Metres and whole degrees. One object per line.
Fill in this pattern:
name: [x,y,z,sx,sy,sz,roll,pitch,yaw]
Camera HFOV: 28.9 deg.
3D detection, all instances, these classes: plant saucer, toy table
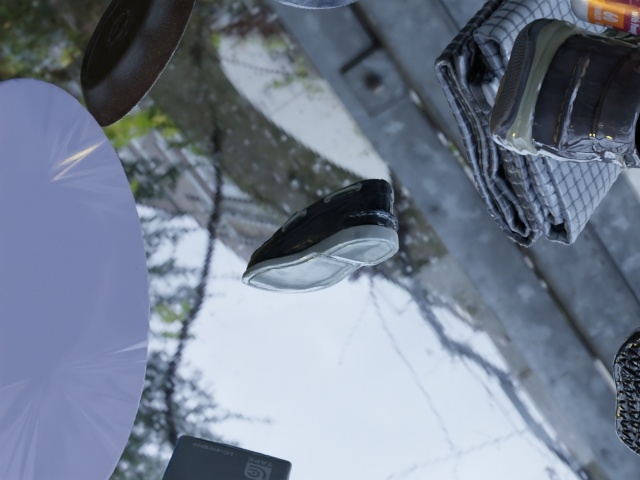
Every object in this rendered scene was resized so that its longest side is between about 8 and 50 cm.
plant saucer: [-0.197,-0.213,1.287,0.198,0.036,0.198,-39,-145,35]
toy table: [-0.215,0.052,0.723,0.161,0.252,0.274,-23,-140,29]

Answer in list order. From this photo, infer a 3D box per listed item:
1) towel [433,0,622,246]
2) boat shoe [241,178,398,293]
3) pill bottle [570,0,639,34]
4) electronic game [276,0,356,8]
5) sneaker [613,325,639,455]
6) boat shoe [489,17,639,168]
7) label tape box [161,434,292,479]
towel: [0.257,-0.169,1.455,0.121,0.283,0.235,1,-142,44]
boat shoe: [0.000,0.000,1.644,0.302,0.114,0.091,-20,-120,47]
pill bottle: [0.293,-0.184,0.844,0.221,0.121,0.121,18,-132,17]
electronic game: [-0.008,-0.271,0.830,0.048,0.229,0.229,5,-134,48]
sneaker: [0.335,0.124,1.185,0.084,0.234,0.097,35,-114,23]
boat shoe: [0.270,-0.108,1.022,0.130,0.132,0.355,25,-156,30]
label tape box: [-0.120,0.358,0.980,0.347,0.115,0.249,-76,179,-63]
